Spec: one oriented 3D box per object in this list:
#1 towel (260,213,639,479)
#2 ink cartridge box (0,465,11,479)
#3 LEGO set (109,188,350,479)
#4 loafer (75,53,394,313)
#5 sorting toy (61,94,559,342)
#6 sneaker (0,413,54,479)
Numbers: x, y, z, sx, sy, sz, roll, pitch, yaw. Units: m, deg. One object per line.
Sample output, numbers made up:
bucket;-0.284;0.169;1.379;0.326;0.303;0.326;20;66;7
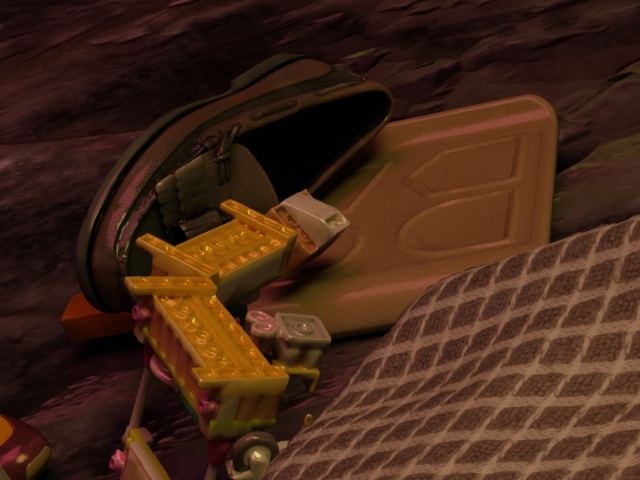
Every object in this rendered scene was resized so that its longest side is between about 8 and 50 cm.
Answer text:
towel;0.078;0.093;0.510;0.283;0.121;0.235;-21;18;50
ink cartridge box;-0.213;0.203;0.485;0.278;0.117;0.201;-18;53;-1
LEGO set;-0.047;0.067;0.801;0.132;0.107;0.287;12;24;-12
loafer;-0.045;-0.044;0.954;0.084;0.096;0.267;7;35;30
sorting toy;0.000;0.000;0.987;0.307;0.041;0.229;-11;29;16
sneaker;-0.232;0.102;0.855;0.185;0.084;0.069;-2;28;32
